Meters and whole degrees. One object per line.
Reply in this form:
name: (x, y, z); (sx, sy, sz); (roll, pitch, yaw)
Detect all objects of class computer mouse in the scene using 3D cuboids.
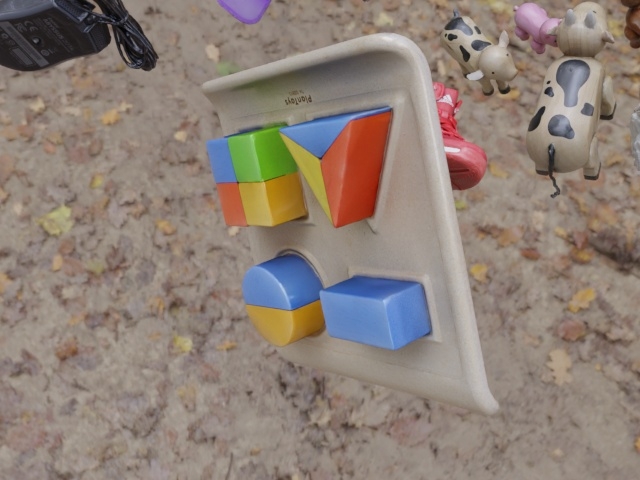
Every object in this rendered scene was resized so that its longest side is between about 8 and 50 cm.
computer mouse: (-0.389, -0.323, 1.156); (0.272, 0.188, 0.072); (-4, 59, 19)

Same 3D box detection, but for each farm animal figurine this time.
farm animal figurine: (0.326, -0.230, 1.060); (0.330, 0.172, 0.327); (-7, 69, 24)

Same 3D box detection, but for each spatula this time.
spatula: (-0.083, -0.432, 1.160); (0.084, 0.296, 0.030); (39, 60, -5)

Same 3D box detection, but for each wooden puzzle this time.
wooden puzzle: (0.000, 0.000, 0.747); (0.080, 0.348, 0.322); (-26, 17, -34)

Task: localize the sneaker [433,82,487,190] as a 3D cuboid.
sneaker: (0.137, -0.136, 0.910); (0.128, 0.087, 0.221); (-58, 29, -7)
